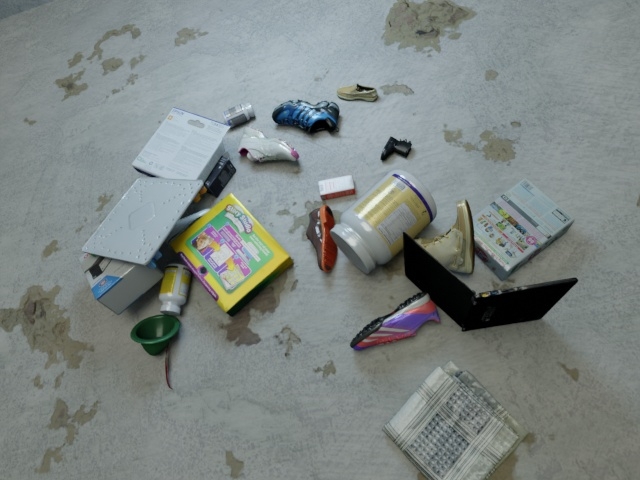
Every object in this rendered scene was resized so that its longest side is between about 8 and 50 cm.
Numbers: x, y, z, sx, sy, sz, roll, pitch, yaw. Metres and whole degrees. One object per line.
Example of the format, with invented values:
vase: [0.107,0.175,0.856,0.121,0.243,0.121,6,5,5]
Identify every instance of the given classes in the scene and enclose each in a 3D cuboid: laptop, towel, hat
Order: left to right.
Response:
hat: [-0.608,0.409,1.663,0.172,0.184,0.208,1,24,5]
towel: [0.408,0.575,1.353,0.324,0.056,0.312,-43,64,-10]
laptop: [0.481,0.117,1.364,0.407,0.382,0.237,-11,64,7]

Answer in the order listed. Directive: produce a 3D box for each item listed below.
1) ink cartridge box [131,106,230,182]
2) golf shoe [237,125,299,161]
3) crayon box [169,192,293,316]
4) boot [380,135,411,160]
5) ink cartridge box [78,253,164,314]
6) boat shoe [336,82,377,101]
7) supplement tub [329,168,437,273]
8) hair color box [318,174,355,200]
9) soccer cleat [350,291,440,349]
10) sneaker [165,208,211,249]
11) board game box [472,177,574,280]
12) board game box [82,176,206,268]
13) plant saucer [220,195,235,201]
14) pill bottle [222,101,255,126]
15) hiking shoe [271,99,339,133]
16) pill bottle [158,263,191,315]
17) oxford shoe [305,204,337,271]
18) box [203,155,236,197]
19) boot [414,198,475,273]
ink cartridge box: [-0.582,-0.386,1.893,0.324,0.071,0.330,23,71,20]
golf shoe: [-0.228,-0.382,1.908,0.306,0.115,0.140,27,84,28]
crayon box: [-0.340,0.049,1.703,0.313,0.106,0.363,-41,73,-9]
boot: [0.311,-0.366,1.814,0.099,0.045,0.121,25,74,15]
ink cartridge box: [-0.783,0.102,1.732,0.223,0.129,0.307,-43,47,-9]
boat shoe: [0.160,-0.667,1.965,0.189,0.072,0.068,8,68,16]
supplement tub: [0.221,-0.066,1.583,0.331,0.241,0.241,-42,64,-8]
hair color box: [0.066,-0.214,1.794,0.141,0.043,0.072,-10,64,6]
soccer cleat: [0.249,0.298,1.493,0.318,0.108,0.116,-32,87,2]
sneaker: [-0.547,-0.065,1.836,0.235,0.090,0.095,-37,54,-8]
board game box: [0.679,-0.041,1.556,0.303,0.097,0.224,-35,63,-7]
board game box: [-0.671,-0.080,1.702,0.389,0.050,0.390,7,57,31]
plant saucer: [-0.378,-0.096,1.848,0.067,0.018,0.192,-13,63,6]
pill bottle: [-0.373,-0.577,2.035,0.137,0.078,0.078,-23,63,0]
hiking shoe: [-0.069,-0.531,1.929,0.303,0.113,0.132,-1,65,11]
pill bottle: [-0.562,0.189,1.708,0.103,0.103,0.184,-1,65,12]
oxford shoe: [0.000,0.000,1.696,0.098,0.097,0.272,-16,57,26]
box: [-0.479,-0.294,1.920,0.155,0.093,0.158,25,74,21]
boot: [0.419,-0.010,1.522,0.203,0.262,0.095,0,25,25]
